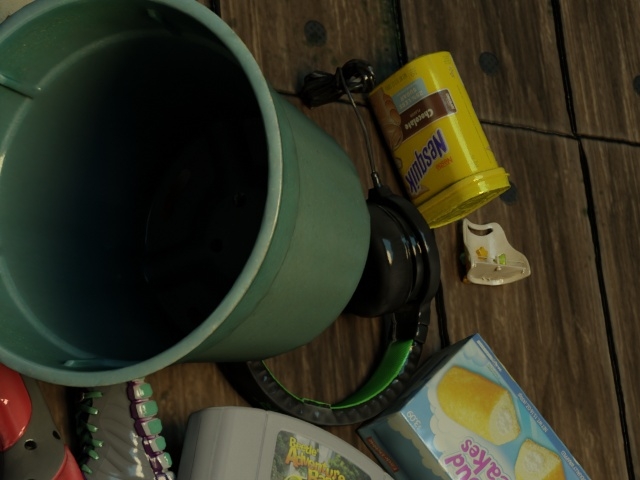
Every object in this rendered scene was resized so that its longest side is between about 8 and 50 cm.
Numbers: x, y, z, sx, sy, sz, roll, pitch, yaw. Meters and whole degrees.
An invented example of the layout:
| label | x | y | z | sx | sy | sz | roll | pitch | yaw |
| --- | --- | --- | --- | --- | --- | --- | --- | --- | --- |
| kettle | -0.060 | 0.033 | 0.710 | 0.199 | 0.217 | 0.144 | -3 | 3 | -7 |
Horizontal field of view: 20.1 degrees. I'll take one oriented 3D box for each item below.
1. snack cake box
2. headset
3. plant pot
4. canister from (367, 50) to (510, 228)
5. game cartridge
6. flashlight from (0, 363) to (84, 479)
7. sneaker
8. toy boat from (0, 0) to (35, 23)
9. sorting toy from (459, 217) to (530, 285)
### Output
| label | x | y | z | sx | sy | sz | roll | pitch | yaw |
| --- | --- | --- | --- | --- | --- | --- | --- | --- | --- |
| snack cake box | 0.181 | 0.253 | 1.935 | 0.264 | 0.089 | 0.152 | 52 | 51 | -5 |
| headset | 0.000 | 0.000 | 1.913 | 0.243 | 0.185 | 0.394 | 17 | 78 | -32 |
| plant pot | -0.128 | -0.026 | 1.639 | 0.334 | 0.341 | 0.341 | 21 | 53 | -67 |
| canister | 0.129 | -0.112 | 2.025 | 0.073 | 0.126 | 0.170 | -15 | 78 | -37 |
| game cartridge | -0.021 | 0.280 | 1.770 | 0.294 | 0.060 | 0.196 | 31 | 52 | -37 |
| flashlight | -0.296 | 0.152 | 1.649 | 0.103 | 0.103 | 0.304 | -24 | 84 | -13 |
| sneaker | -0.204 | 0.187 | 1.709 | 0.098 | 0.083 | 0.223 | -19 | 84 | -33 |
| toy boat | -0.355 | -0.129 | 1.710 | 0.267 | 0.148 | 0.318 | 47 | 45 | -16 |
| sorting toy | 0.190 | 0.010 | 2.071 | 0.083 | 0.045 | 0.075 | 8 | 60 | -31 |
